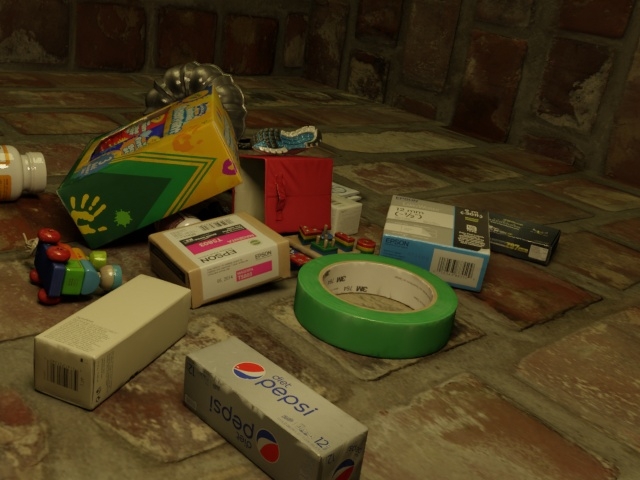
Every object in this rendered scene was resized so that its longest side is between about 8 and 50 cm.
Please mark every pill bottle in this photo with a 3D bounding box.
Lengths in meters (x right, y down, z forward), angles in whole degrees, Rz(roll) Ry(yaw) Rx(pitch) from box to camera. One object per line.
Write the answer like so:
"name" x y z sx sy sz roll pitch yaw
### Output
"pill bottle" -0.309 -0.020 1.591 0.086 0.086 0.152 -7 26 -35
"pill bottle" -0.797 -0.160 1.685 0.245 0.136 0.136 -5 25 -33

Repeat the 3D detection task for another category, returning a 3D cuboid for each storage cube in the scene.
"storage cube" -0.096 -0.119 1.753 0.193 0.184 0.215 -5 11 -32

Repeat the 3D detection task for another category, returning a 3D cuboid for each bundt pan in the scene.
"bundt pan" -0.398 -0.393 2.158 0.330 0.331 0.124 11 6 6

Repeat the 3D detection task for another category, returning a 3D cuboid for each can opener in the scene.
"can opener" -0.242 -0.042 1.737 0.059 0.073 0.186 43 -1 -40

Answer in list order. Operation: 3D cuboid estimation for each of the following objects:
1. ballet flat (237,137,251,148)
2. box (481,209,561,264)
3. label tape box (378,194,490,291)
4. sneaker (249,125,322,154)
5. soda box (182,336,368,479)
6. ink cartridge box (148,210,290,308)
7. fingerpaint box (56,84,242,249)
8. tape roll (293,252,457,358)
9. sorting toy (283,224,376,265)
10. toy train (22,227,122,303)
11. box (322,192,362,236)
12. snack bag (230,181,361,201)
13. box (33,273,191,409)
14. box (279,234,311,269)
"ballet flat" -0.294 -0.357 2.524 0.173 0.049 0.057 -2 24 -26
"box" 0.535 -0.013 1.951 0.232 0.059 0.183 17 22 22
"label tape box" 0.286 -0.025 1.749 0.249 0.115 0.348 11 31 7
"sneaker" -0.094 -0.241 1.780 0.190 0.071 0.083 -6 -14 -28
"soda box" -0.072 0.245 0.987 0.286 0.091 0.098 26 28 38
"ink cartridge box" -0.208 0.031 1.449 0.234 0.088 0.193 -17 31 -32
"fingerpaint box" -0.391 -0.199 1.691 0.371 0.163 0.445 -23 24 2
"tape roll" 0.109 0.122 1.405 0.321 0.077 0.321 8 20 -3
"sorting toy" 0.000 0.000 1.624 0.274 0.046 0.132 -9 28 -44
"toy train" -0.487 0.034 1.372 0.143 0.105 0.248 7 18 -34
"box" 0.038 -0.066 1.847 0.101 0.087 0.102 26 26 37
"snack bag" -0.100 -0.152 2.089 0.323 0.037 0.342 23 24 34
"box" -0.324 0.152 1.126 0.113 0.094 0.275 16 21 17
"box" -0.107 0.028 1.621 0.225 0.037 0.136 -3 24 -25
